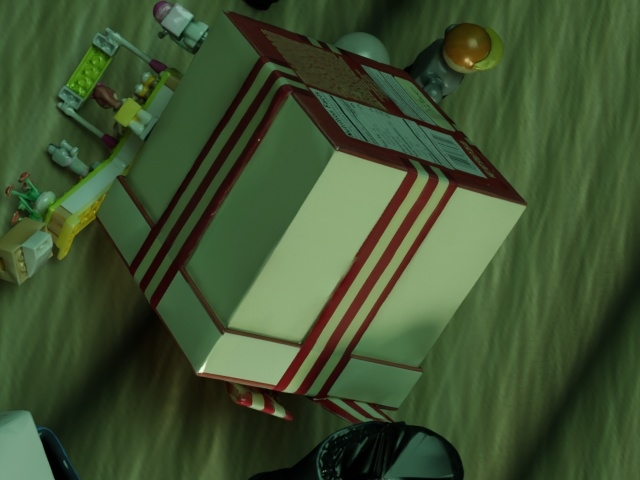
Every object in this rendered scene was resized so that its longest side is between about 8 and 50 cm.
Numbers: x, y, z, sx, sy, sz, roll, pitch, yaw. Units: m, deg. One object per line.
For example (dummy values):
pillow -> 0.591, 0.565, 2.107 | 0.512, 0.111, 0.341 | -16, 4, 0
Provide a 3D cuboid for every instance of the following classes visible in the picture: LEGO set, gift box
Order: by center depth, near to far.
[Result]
gift box -> 0.000, 0.000, 1.611 | 0.276, 0.258, 0.255 | 18, 25, -36
LEGO set -> -0.209, -0.090, 1.670 | 0.107, 0.132, 0.287 | 36, 79, 8

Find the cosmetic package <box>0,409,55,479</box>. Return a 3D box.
cosmetic package -> -0.294, 0.269, 1.378 | 0.225, 0.138, 0.224 | -28, 104, -46

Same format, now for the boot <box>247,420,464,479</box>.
boot -> 0.069, 0.224, 1.630 | 0.246, 0.207, 0.094 | 11, 68, -25

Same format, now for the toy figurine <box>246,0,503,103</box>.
toy figurine -> 0.049, -0.221, 1.835 | 0.210, 0.148, 0.213 | -10, 75, -32

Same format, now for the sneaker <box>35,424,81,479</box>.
sneaker -> -0.209, 0.250, 1.543 | 0.069, 0.082, 0.209 | -14, 79, -34
